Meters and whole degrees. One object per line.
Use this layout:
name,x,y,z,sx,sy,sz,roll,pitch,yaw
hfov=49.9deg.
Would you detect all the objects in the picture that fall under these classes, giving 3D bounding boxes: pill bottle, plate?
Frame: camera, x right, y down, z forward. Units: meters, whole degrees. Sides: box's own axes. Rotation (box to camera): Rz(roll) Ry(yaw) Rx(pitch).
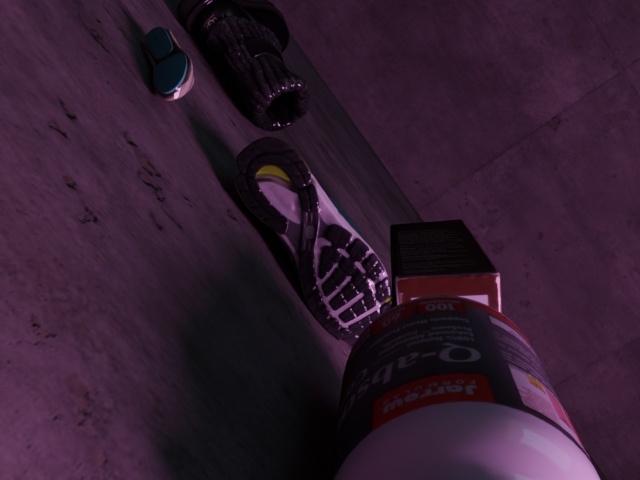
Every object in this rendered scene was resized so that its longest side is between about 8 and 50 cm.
pill bottle,0.112,0.196,0.567,0.210,0.210,0.363,53,12,-8
plate,0.054,-0.001,1.281,0.188,0.024,0.188,52,12,-16

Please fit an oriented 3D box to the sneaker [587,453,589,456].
sneaker,0.664,0.620,1.735,0.281,0.105,0.115,50,13,-22

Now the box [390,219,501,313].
box,0.177,0.093,1.043,0.381,0.143,0.191,-59,146,-77

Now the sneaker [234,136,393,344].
sneaker,0.000,0.000,0.908,0.300,0.111,0.121,60,4,-2

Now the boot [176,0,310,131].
boot,-0.101,-0.330,1.295,0.260,0.131,0.348,50,23,8

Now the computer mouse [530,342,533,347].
computer mouse,0.238,0.280,1.013,0.060,0.262,0.184,18,-43,30

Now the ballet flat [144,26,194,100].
ballet flat,-0.189,-0.222,0.894,0.052,0.057,0.168,56,9,-47
